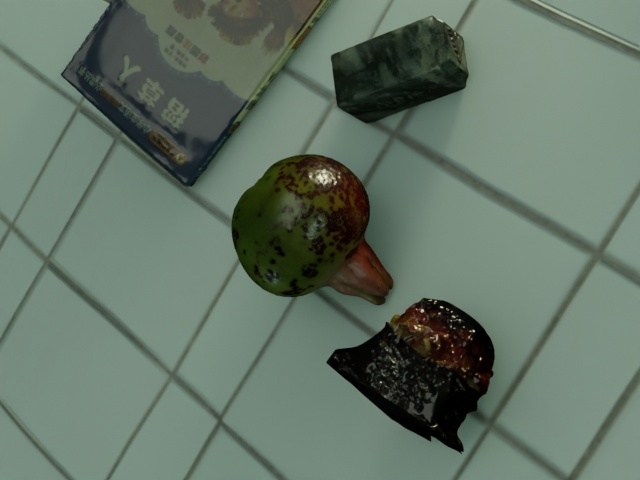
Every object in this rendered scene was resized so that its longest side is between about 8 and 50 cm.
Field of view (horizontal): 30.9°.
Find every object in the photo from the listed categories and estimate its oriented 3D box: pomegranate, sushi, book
[{"bbox_3d":[0.000,0.000,1.610,0.248,0.214,0.214,39,101,2],"label":"pomegranate"},{"bbox_3d":[0.142,0.159,1.482,0.150,0.153,0.172,-53,30,-11],"label":"sushi"},{"bbox_3d":[-0.191,-0.341,1.857,0.300,0.039,0.428,40,102,13],"label":"book"}]

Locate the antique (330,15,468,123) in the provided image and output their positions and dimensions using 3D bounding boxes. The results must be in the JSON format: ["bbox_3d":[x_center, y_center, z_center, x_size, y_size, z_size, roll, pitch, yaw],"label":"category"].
[{"bbox_3d":[0.116,-0.243,1.646,0.183,0.088,0.086,-17,68,30],"label":"antique"}]

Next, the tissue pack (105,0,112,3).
[{"bbox_3d":[-0.306,-0.446,1.992,0.176,0.095,0.062,2,77,36],"label":"tissue pack"}]
